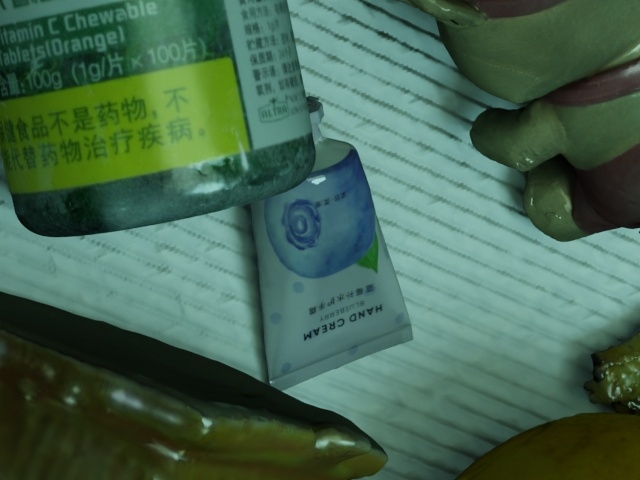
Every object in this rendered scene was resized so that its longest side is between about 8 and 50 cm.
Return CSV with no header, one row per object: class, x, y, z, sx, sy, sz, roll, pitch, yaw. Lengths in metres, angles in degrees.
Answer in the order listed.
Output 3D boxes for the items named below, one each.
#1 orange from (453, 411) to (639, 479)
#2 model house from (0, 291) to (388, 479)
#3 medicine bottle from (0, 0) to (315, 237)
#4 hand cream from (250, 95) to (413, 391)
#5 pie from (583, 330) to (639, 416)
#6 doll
orange,0.138,0.191,0.961,0.219,0.193,0.219,-6,109,-18
model house,-0.115,0.152,0.873,0.199,0.220,0.229,28,85,-63
medicine bottle,-0.095,-0.156,0.875,0.141,0.141,0.293,-13,97,-22
hand cream,0.000,0.000,0.976,0.084,0.053,0.142,-20,109,-22
pie,0.215,0.061,1.074,0.170,0.034,0.092,-29,101,-25
doll,0.129,-0.127,0.968,0.256,0.152,0.196,50,41,-32
